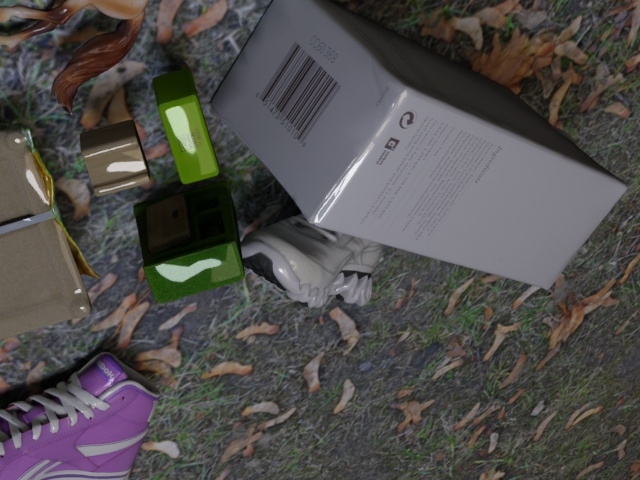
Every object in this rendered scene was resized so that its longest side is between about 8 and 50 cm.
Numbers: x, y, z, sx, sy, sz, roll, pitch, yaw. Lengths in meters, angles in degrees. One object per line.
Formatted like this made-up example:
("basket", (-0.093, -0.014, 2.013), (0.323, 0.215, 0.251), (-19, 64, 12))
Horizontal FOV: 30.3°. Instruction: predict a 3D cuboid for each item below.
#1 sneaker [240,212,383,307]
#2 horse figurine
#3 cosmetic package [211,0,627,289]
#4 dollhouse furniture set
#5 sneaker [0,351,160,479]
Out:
("sneaker", (0.000, 0.000, 1.245), (0.118, 0.110, 0.292), (-59, 164, 9))
("horse figurine", (-0.188, -0.235, 0.931), (0.174, 0.066, 0.263), (-18, 131, -21))
("cosmetic package", (0.108, -0.094, 1.191), (0.385, 0.217, 0.156), (18, 114, -45))
("dollhouse furniture set", (-0.239, -0.038, 1.081), (0.302, 0.151, 0.197), (-16, 117, -3))
("sneaker", (-0.287, 0.180, 1.230), (0.282, 0.102, 0.161), (6, 120, -54))
